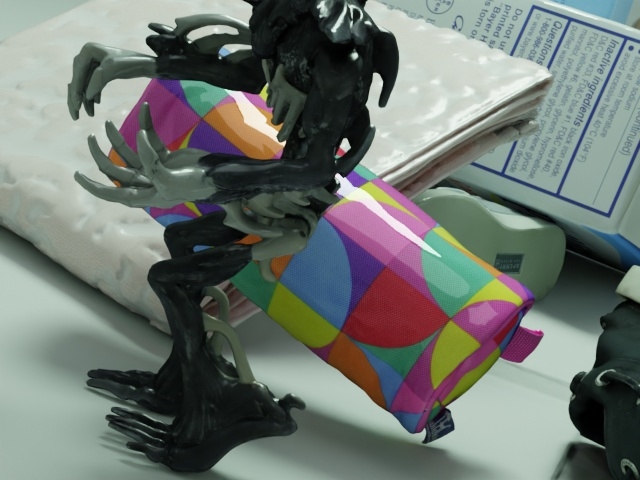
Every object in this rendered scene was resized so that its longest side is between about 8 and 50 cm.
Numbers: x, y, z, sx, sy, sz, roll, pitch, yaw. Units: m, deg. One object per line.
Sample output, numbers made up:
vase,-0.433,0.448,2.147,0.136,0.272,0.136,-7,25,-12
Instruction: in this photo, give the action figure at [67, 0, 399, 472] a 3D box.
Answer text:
action figure,-0.046,-0.041,0.813,0.141,0.275,0.164,12,14,-10

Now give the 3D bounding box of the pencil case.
pencil case,0.000,0.000,0.936,0.236,0.104,0.104,40,19,12

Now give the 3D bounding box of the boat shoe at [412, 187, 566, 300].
boat shoe,0.088,0.003,1.263,0.081,0.079,0.227,18,6,34

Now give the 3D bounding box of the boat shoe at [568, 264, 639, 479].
boat shoe,0.187,0.103,0.873,0.127,0.113,0.340,35,6,-15

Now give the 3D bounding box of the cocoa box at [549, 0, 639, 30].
cocoa box,0.211,-0.221,1.720,0.228,0.347,0.231,24,14,26

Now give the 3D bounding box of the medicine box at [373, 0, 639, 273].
medicine box,0.167,-0.092,1.438,0.289,0.149,0.263,24,-1,26

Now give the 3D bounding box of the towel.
towel,-0.073,-0.077,1.153,0.317,0.053,0.332,-30,41,-32
